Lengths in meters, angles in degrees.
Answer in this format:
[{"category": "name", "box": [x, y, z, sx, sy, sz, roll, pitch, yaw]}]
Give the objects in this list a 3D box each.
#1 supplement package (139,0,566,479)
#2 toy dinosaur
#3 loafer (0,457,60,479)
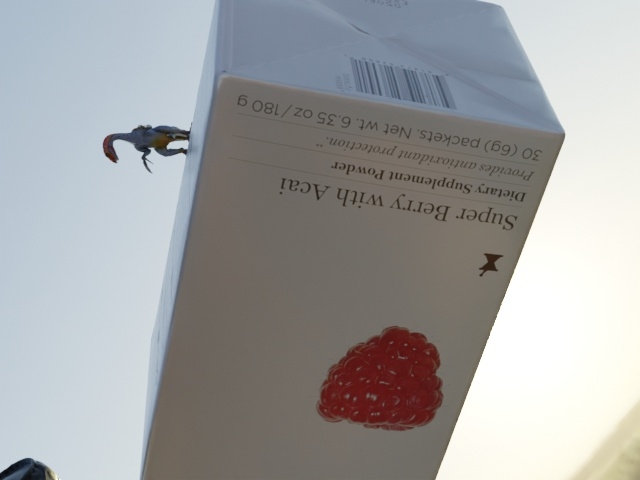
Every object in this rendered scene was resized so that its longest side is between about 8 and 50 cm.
[{"category": "supplement package", "box": [0.001, 0.011, 0.680, 0.175, 0.178, 0.293, -96, 17, -57]}, {"category": "toy dinosaur", "box": [-0.165, -0.091, 1.098, 0.090, 0.082, 0.047, -103, 20, -78]}, {"category": "loafer", "box": [-0.233, 0.182, 0.627, 0.076, 0.078, 0.223, -26, 9, 42]}]
